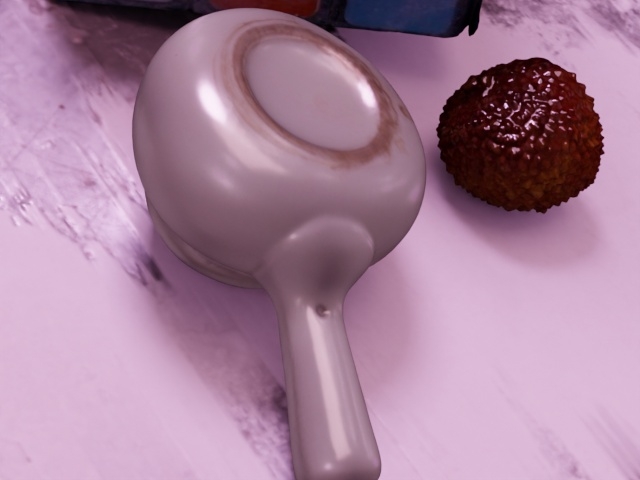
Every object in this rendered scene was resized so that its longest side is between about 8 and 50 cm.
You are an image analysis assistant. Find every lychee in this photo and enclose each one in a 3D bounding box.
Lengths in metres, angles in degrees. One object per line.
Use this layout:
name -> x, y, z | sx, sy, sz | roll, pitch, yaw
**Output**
lychee -> 0.156, -0.079, 1.206 | 0.129, 0.123, 0.123 | 33, 45, -6

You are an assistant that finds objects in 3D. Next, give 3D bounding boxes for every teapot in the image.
teapot -> -0.034, -0.009, 1.033 | 0.220, 0.149, 0.318 | 23, 43, -15

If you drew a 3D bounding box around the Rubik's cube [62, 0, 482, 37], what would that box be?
Rubik's cube -> -0.029, -0.400, 1.212 | 0.358, 0.363, 0.362 | 5, 53, -2
